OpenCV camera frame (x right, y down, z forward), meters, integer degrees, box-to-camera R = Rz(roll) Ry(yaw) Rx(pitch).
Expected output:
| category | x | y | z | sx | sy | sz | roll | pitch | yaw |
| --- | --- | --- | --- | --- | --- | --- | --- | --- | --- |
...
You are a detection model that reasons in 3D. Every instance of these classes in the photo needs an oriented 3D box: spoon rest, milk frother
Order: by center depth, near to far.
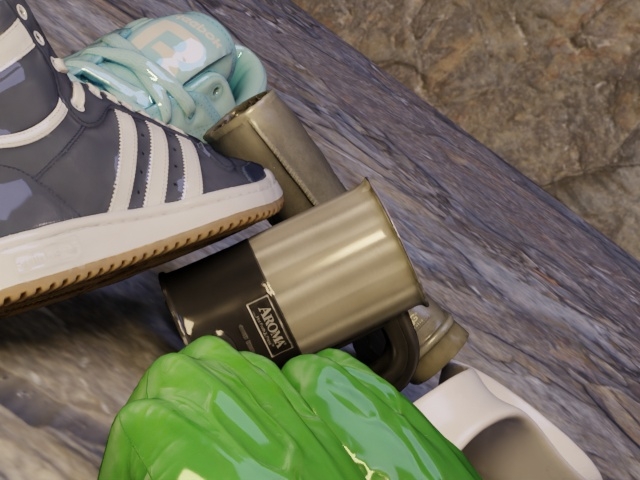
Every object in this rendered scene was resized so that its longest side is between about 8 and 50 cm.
| category | x | y | z | sx | sy | sz | roll | pitch | yaw |
| --- | --- | --- | --- | --- | --- | --- | --- | --- | --- |
| milk frother | -0.017 | 0.029 | 0.919 | 0.143 | 0.135 | 0.129 | -117 | -177 | -53 |
| spoon rest | 0.110 | 0.126 | 1.007 | 0.137 | 0.084 | 0.276 | 41 | 16 | 20 |

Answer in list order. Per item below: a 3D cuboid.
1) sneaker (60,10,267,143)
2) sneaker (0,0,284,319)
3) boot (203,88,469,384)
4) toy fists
| category | x | y | z | sx | sy | sz | roll | pitch | yaw |
| --- | --- | --- | --- | --- | --- | --- | --- | --- | --- |
| sneaker | -0.135 | -0.094 | 1.018 | 0.135 | 0.150 | 0.366 | 36 | 14 | 7 |
| sneaker | -0.128 | -0.054 | 0.828 | 0.282 | 0.099 | 0.153 | -20 | 86 | -59 |
| boot | 0.001 | -0.002 | 1.030 | 0.208 | 0.076 | 0.189 | 45 | -12 | -5 |
| toy fists | -0.006 | 0.120 | 0.740 | 0.142 | 0.096 | 0.279 | 52 | 18 | 22 |
